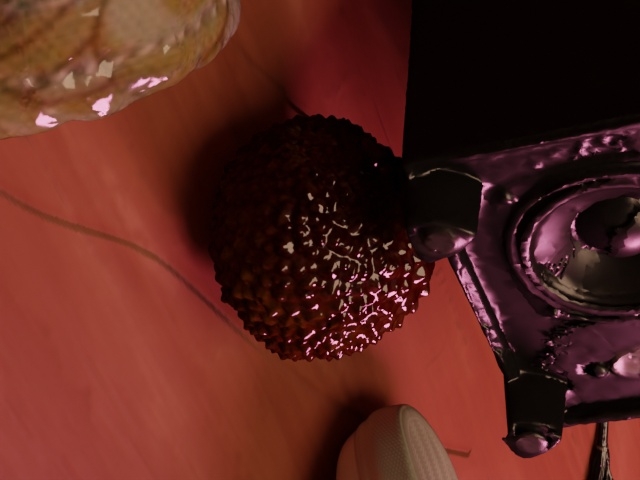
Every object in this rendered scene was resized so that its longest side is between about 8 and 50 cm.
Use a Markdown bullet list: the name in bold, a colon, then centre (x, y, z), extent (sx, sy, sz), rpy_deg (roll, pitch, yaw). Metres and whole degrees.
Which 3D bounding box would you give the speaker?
- **speaker**: centre (0.163, -0.052, 0.798), extent (0.254, 0.184, 0.232), rpy_deg (-83, 154, -43)

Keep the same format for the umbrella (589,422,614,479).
- **umbrella**: centre (0.208, 0.263, 1.167), extent (0.044, 0.044, 0.269), rpy_deg (-5, 105, -7)

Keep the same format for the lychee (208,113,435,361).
- **lychee**: centre (0.000, 0.003, 0.768), extent (0.123, 0.123, 0.129), rpy_deg (0, 113, -48)

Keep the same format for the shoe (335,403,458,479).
- **shoe**: centre (0.024, 0.287, 0.916), extent (0.132, 0.160, 0.363), rpy_deg (-1, 81, -75)

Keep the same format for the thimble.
- **thimble**: centre (-0.100, -0.137, 0.586), extent (0.190, 0.137, 0.143), rpy_deg (-37, 131, -47)
